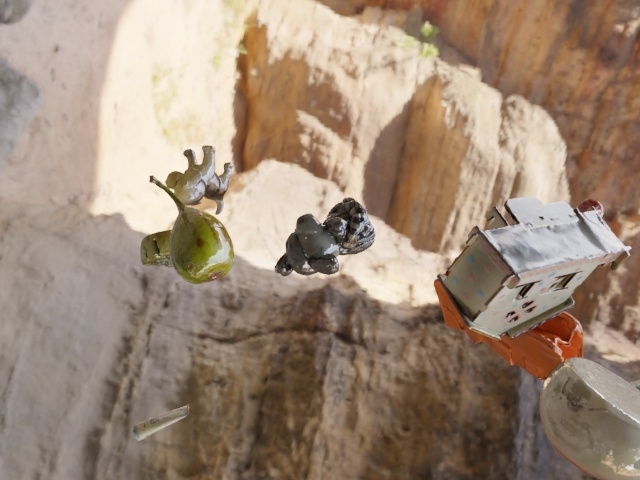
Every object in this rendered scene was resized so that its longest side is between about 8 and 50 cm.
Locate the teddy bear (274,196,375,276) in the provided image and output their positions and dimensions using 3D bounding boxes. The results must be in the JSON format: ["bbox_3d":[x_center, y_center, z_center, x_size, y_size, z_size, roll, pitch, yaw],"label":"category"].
[{"bbox_3d":[0.018,-0.003,1.885,0.251,0.171,0.144,-31,121,-25],"label":"teddy bear"}]

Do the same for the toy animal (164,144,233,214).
[{"bbox_3d":[-0.332,-0.169,2.262,0.233,0.121,0.168,19,69,-67],"label":"toy animal"}]

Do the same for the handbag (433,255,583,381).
[{"bbox_3d":[0.510,0.226,2.209,0.116,0.410,0.303,-46,144,-17],"label":"handbag"}]

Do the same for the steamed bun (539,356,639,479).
[{"bbox_3d":[0.563,0.377,1.643,0.177,0.283,0.283,-60,-178,16],"label":"steamed bun"}]

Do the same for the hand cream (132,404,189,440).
[{"bbox_3d":[-0.378,0.430,1.943,0.061,0.143,0.039,-139,-156,-80],"label":"hand cream"}]

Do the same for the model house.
[{"bbox_3d":[0.369,0.059,1.522,0.169,0.326,0.244,59,-36,31],"label":"model house"}]

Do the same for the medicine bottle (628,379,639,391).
[{"bbox_3d":[0.785,0.373,2.009,0.059,0.231,0.059,173,-90,-74],"label":"medicine bottle"}]

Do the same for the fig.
[{"bbox_3d":[-0.173,-0.022,1.101,0.093,0.093,0.166,-49,119,-85],"label":"fig"}]

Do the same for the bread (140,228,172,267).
[{"bbox_3d":[-0.336,0.022,1.798,0.156,0.118,0.064,133,-50,-70],"label":"bread"}]

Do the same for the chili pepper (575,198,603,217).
[{"bbox_3d":[0.675,-0.048,2.102,0.123,0.070,0.073,-55,177,-9],"label":"chili pepper"}]
